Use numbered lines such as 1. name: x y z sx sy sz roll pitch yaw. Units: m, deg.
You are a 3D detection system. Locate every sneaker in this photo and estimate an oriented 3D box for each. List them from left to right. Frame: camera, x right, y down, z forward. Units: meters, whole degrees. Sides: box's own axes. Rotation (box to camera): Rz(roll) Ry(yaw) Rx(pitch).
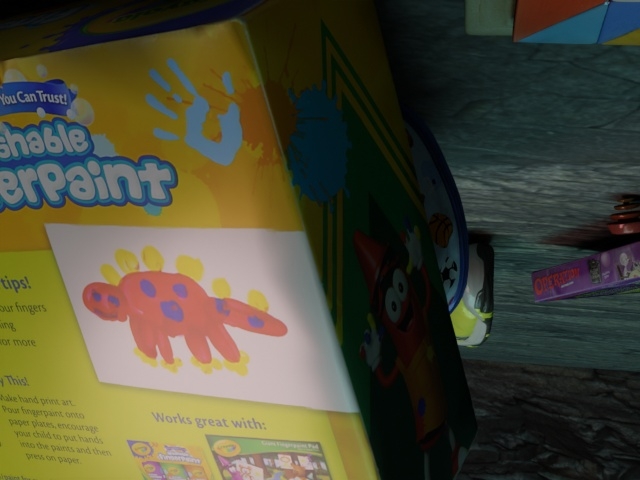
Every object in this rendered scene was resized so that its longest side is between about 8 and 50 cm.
1. sneaker: 0.154 0.087 1.462 0.147 0.145 0.385 7 167 -10

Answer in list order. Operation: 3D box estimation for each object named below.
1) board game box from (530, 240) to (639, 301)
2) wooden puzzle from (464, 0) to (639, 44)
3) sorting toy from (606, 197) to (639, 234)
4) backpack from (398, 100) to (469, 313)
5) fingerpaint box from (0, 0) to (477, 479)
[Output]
1. board game box: 0.436 0.028 1.206 0.208 0.056 0.347 -8 172 -19
2. wooden puzzle: 0.189 -0.154 0.529 0.220 0.044 0.239 3 168 9
3. sorting toy: 0.365 -0.033 1.072 0.101 0.042 0.061 -8 -177 3
4. backpack: 0.000 0.000 0.854 0.213 0.277 0.263 -27 -172 -41
5. fingerpaint box: -0.147 0.021 0.712 0.444 0.371 0.163 -3 -153 30
